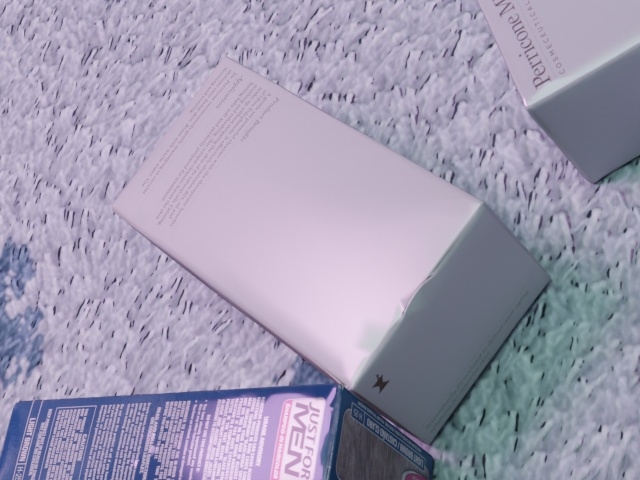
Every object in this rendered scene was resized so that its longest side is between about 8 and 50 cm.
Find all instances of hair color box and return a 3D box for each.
[{"bbox_3d":[-0.096,0.209,1.311,0.347,0.174,0.105,-6,61,30],"label":"hair color box"}]

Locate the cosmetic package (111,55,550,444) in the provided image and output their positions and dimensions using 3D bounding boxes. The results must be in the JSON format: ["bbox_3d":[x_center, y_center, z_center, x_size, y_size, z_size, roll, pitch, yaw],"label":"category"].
[{"bbox_3d":[0.000,0.000,1.377,0.365,0.155,0.197,35,86,40],"label":"cosmetic package"}]

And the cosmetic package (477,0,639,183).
[{"bbox_3d":[0.332,-0.248,1.299,0.385,0.156,0.217,-31,54,14],"label":"cosmetic package"}]
